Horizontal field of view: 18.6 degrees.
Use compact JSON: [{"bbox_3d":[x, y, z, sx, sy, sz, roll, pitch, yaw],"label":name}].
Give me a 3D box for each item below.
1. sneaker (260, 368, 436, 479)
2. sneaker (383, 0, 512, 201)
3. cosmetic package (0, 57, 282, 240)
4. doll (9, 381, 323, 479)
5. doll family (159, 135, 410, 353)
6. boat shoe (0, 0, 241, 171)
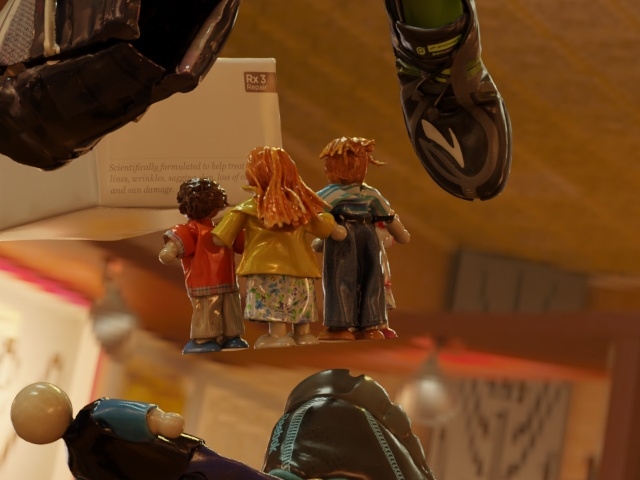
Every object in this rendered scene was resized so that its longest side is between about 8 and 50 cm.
[{"bbox_3d":[0.081,0.260,1.516,0.341,0.139,0.125,43,-59,-4],"label":"sneaker"},{"bbox_3d":[0.071,-0.113,1.212,0.067,0.188,0.078,-11,8,15],"label":"sneaker"},{"bbox_3d":[-0.222,-0.088,2.011,0.217,0.156,0.385,-2,-3,-31],"label":"cosmetic package"},{"bbox_3d":[-0.099,0.137,1.171,0.189,0.046,0.129,25,-41,-14],"label":"doll"},{"bbox_3d":[0.000,0.000,1.547,0.263,0.163,0.118,-1,-4,-44],"label":"doll family"},{"bbox_3d":[-0.095,-0.201,1.225,0.158,0.340,0.127,-19,-45,42],"label":"boat shoe"}]
